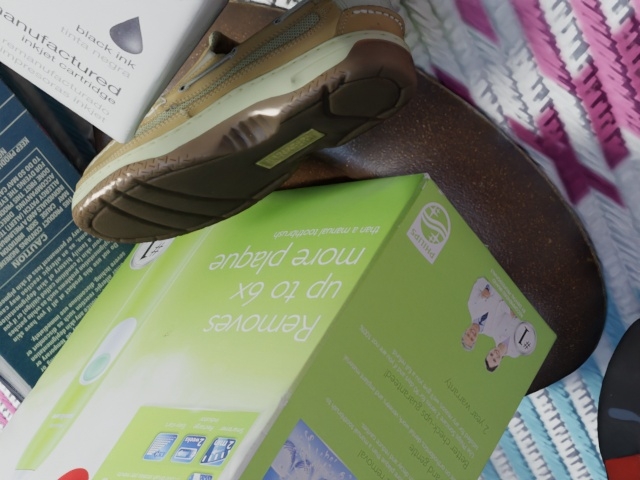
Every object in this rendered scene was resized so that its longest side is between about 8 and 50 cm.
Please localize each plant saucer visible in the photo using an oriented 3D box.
[{"bbox_3d":[0.000,0.000,0.951,0.310,0.050,0.311,25,150,15],"label":"plant saucer"}]

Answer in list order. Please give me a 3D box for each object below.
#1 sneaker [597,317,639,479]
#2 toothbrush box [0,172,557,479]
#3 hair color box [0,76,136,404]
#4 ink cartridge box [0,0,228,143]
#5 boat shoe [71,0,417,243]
[{"bbox_3d":[0.231,0.154,0.916,0.145,0.090,0.270,18,146,30],"label":"sneaker"},{"bbox_3d":[-0.051,0.114,0.832,0.206,0.283,0.122,-4,135,49],"label":"toothbrush box"},{"bbox_3d":[-0.158,0.037,1.050,0.347,0.105,0.174,54,165,-31],"label":"hair color box"},{"bbox_3d":[-0.097,-0.183,0.684,0.198,0.115,0.273,35,152,-4],"label":"ink cartridge box"},{"bbox_3d":[-0.039,-0.062,0.821,0.190,0.072,0.068,-25,150,26],"label":"boat shoe"}]
